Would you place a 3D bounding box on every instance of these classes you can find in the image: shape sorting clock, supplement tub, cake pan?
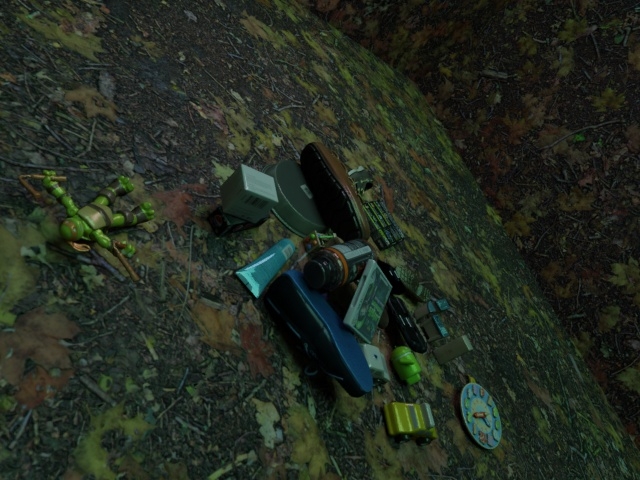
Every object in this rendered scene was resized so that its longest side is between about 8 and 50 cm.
[{"bbox_3d":[0.521,0.564,1.547,0.206,0.040,0.206,22,54,-33],"label":"shape sorting clock"},{"bbox_3d":[0.048,0.062,1.198,0.198,0.106,0.106,-17,72,-46],"label":"supplement tub"},{"bbox_3d":[-0.060,-0.137,1.507,0.293,0.054,0.293,34,35,-28],"label":"cake pan"}]

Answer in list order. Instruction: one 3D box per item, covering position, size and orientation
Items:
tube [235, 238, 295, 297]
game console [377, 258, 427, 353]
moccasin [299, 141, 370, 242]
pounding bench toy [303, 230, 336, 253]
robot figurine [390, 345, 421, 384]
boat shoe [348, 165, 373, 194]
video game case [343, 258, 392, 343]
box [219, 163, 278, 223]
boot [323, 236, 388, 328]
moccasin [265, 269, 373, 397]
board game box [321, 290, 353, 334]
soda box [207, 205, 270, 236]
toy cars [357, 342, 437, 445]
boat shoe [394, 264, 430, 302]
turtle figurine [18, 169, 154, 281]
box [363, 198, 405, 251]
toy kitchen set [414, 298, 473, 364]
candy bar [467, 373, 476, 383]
[{"bbox_3d":[-0.133,0.062,1.218,0.080,0.052,0.207,46,36,-2],"label":"tube"},{"bbox_3d":[0.222,0.194,1.514,0.213,0.044,0.361,16,38,-45],"label":"game console"},{"bbox_3d":[0.061,-0.147,1.509,0.147,0.139,0.380,2,47,-42],"label":"moccasin"},{"bbox_3d":[0.000,0.000,1.416,0.065,0.083,0.052,15,48,-47],"label":"pounding bench toy"},{"bbox_3d":[0.248,0.360,1.393,0.115,0.067,0.101,63,6,20],"label":"robot figurine"},{"bbox_3d":[0.123,-0.200,1.758,0.091,0.109,0.305,48,27,1],"label":"boat shoe"},{"bbox_3d":[0.126,0.161,1.226,0.173,0.022,0.190,-66,151,-16],"label":"video game case"},{"bbox_3d":[-0.177,-0.113,1.176,0.101,0.102,0.087,19,45,-40],"label":"box"},{"bbox_3d":[0.101,0.125,1.377,0.207,0.090,0.248,32,36,-44],"label":"boot"},{"bbox_3d":[-0.006,0.231,1.154,0.341,0.117,0.138,56,19,14],"label":"moccasin"},{"bbox_3d":[0.072,0.201,1.354,0.201,0.035,0.136,-10,66,-56],"label":"board game box"},{"bbox_3d":[-0.207,-0.060,1.233,0.060,0.053,0.169,58,31,9],"label":"soda box"},{"bbox_3d":[0.192,0.396,1.265,0.393,0.087,0.176,50,31,-3],"label":"toy cars"},{"bbox_3d":[0.313,0.159,1.696,0.178,0.060,0.064,45,59,-16],"label":"boat shoe"},{"bbox_3d":[-0.412,-0.035,0.906,0.270,0.087,0.217,41,24,-3],"label":"turtle figurine"},{"bbox_3d":[0.230,-0.062,1.823,0.184,0.045,0.190,-20,76,-55],"label":"box"},{"bbox_3d":[0.447,0.300,1.665,0.166,0.122,0.207,2,57,-52],"label":"toy kitchen set"},{"bbox_3d":[0.524,0.529,1.634,0.040,0.018,0.161,41,34,-20],"label":"candy bar"}]
